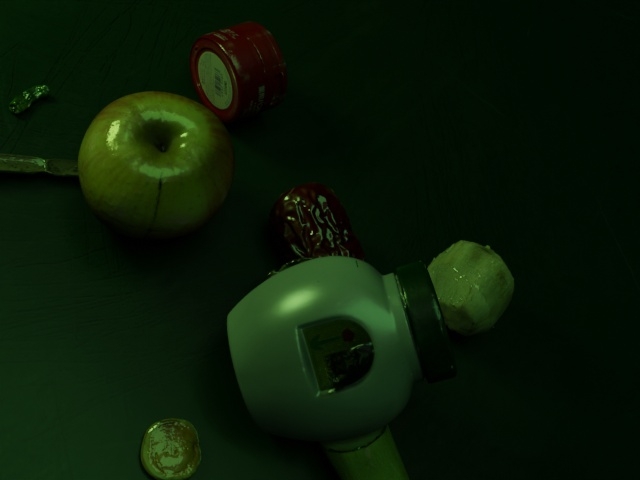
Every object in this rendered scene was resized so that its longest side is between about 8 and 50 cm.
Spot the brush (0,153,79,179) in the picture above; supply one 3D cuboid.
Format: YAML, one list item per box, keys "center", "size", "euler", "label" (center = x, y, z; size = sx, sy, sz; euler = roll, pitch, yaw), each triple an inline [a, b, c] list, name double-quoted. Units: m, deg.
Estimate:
- center: [-0.528, -0.134, 1.534]
  size: [0.248, 0.036, 0.043]
  euler: [1, 67, -32]
  label: "brush"

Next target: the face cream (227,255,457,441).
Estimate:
- center: [0.037, 0.180, 1.439]
  size: [0.357, 0.219, 0.312]
  euler: [-16, 88, 4]
  label: "face cream"

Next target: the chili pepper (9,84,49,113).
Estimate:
- center: [-0.562, -0.272, 1.598]
  size: [0.091, 0.034, 0.030]
  euler: [-45, 120, -36]
  label: "chili pepper"

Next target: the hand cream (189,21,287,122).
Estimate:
- center: [-0.171, -0.345, 1.716]
  size: [0.125, 0.193, 0.193]
  euler: [-27, 77, -31]
  label: "hand cream"

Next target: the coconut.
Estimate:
- center: [0.304, 0.093, 1.702]
  size: [0.195, 0.194, 0.194]
  euler: [11, 60, -19]
  label: "coconut"

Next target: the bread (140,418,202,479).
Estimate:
- center: [-0.249, 0.352, 1.397]
  size: [0.110, 0.024, 0.110]
  euler: [11, 59, -18]
  label: "bread"

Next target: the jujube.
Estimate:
- center: [0.000, 0.000, 1.630]
  size: [0.155, 0.155, 0.230]
  euler: [-27, 78, -33]
  label: "jujube"

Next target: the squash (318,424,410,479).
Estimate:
- center: [0.109, 0.440, 1.454]
  size: [0.137, 0.137, 0.287]
  euler: [-20, 75, -32]
  label: "squash"

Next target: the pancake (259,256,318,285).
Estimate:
- center: [-0.031, 0.127, 1.556]
  size: [0.199, 0.021, 0.199]
  euler: [0, 98, -3]
  label: "pancake"

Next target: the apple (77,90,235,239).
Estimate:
- center: [-0.298, -0.129, 1.512]
  size: [0.286, 0.233, 0.285]
  euler: [8, 64, -18]
  label: "apple"
